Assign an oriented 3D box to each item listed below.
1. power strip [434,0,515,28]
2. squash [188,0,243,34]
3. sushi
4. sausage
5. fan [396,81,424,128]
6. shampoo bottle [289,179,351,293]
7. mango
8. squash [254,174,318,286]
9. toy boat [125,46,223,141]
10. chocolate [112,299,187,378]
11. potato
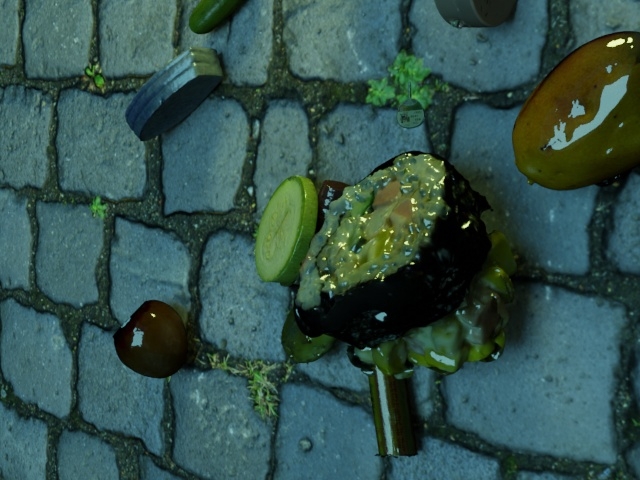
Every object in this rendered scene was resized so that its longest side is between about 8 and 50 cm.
[{"bbox_3d":[0.250,-0.416,1.553,0.078,0.154,0.154,9,99,41],"label":"power strip"},{"bbox_3d":[-0.187,-0.510,1.983,0.252,0.066,0.066,-39,69,37],"label":"squash"},{"bbox_3d":[0.161,0.050,1.608,0.328,0.285,0.329,-31,35,32],"label":"sushi"},{"bbox_3d":[0.115,0.211,1.769,0.082,0.082,0.371,-11,85,41],"label":"sausage"},{"bbox_3d":[0.157,-0.237,1.746,0.060,0.003,0.080,-36,71,36],"label":"fan"},{"bbox_3d":[-0.002,-0.001,1.860,0.068,0.067,0.236,40,119,47],"label":"shampoo bottle"},{"bbox_3d":[0.407,-0.185,1.437,0.287,0.152,0.201,-42,58,33],"label":"mango"},{"bbox_3d":[-0.070,-0.021,1.878,0.219,0.041,0.219,-36,48,54],"label":"squash"},{"bbox_3d":[-0.325,-0.311,2.079,0.283,0.127,0.078,-37,76,35],"label":"toy boat"},{"bbox_3d":[-0.368,0.225,2.151,0.176,0.176,0.177,4,96,41],"label":"chocolate"},{"bbox_3d":[0.004,0.144,1.851,0.225,0.090,0.117,-53,54,22],"label":"potato"}]
